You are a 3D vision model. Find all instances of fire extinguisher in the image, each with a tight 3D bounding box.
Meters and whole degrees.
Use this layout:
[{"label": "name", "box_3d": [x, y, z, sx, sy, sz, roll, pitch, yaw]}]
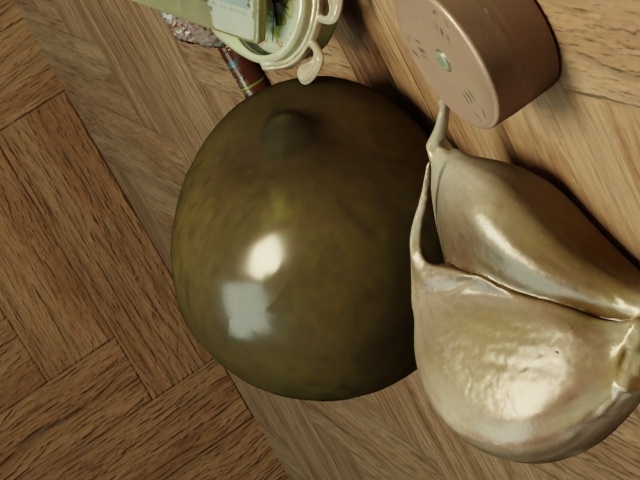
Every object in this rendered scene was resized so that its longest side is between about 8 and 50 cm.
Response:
[{"label": "fire extinguisher", "box_3d": [-0.099, -0.225, 2.457, 0.132, 0.039, 0.056, 60, 157, -15]}]

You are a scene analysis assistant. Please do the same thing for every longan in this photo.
[{"label": "longan", "box_3d": [0.000, 0.000, 2.026, 0.361, 0.361, 0.361, 51, 165, 19]}]

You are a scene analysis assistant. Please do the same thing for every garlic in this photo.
[{"label": "garlic", "box_3d": [0.171, 0.058, 1.802, 0.340, 0.231, 0.246, 46, 167, 15]}]

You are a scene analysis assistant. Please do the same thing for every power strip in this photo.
[{"label": "power strip", "box_3d": [0.137, -0.181, 1.677, 0.154, 0.078, 0.154, 52, 166, 18]}]

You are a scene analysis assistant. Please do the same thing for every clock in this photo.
[{"label": "clock", "box_3d": [-0.040, -0.257, 2.013, 0.191, 0.062, 0.151, 43, 125, 37]}]

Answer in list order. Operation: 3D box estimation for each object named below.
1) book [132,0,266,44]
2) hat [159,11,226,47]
[{"label": "book", "box_3d": [-0.139, -0.358, 1.961, 0.215, 0.025, 0.282, 21, 127, 29]}, {"label": "hat", "box_3d": [-0.106, -0.317, 2.190, 0.227, 0.129, 0.140, -32, 69, 59]}]
